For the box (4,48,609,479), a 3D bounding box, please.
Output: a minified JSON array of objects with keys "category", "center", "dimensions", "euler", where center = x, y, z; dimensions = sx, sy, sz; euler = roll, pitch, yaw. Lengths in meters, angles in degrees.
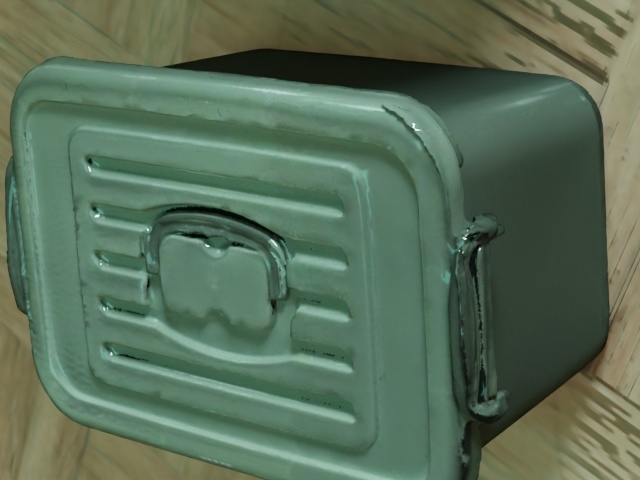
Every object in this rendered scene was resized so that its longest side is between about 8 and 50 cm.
[{"category":"box","center":[0.000,0.000,0.767],"dimensions":[0.243,0.135,0.163],"euler":[9,111,39]}]
